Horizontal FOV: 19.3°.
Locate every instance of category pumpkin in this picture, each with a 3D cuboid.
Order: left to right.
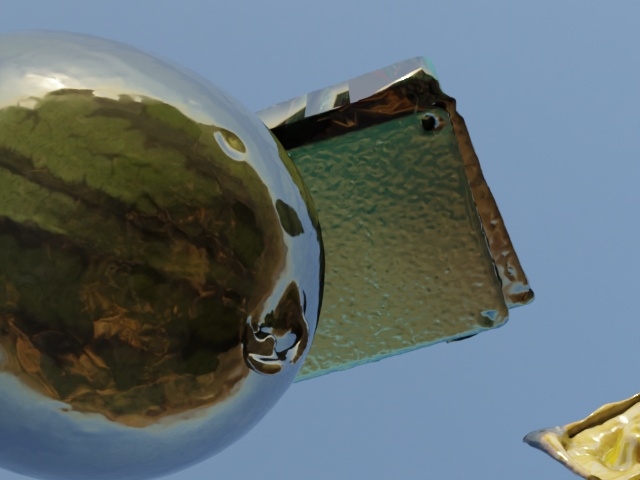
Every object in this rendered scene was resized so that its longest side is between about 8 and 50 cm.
[{"bbox_3d":[0.103,0.048,0.474,0.101,0.073,0.035,-28,-80,-9],"label":"pumpkin"}]

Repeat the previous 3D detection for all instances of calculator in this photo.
[{"bbox_3d":[0.000,0.000,1.402,0.274,0.058,0.248,-18,-52,7],"label":"calculator"}]

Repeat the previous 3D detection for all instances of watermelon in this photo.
[{"bbox_3d":[-0.150,0.012,1.179,0.279,0.359,0.279,-37,-45,-49],"label":"watermelon"}]
